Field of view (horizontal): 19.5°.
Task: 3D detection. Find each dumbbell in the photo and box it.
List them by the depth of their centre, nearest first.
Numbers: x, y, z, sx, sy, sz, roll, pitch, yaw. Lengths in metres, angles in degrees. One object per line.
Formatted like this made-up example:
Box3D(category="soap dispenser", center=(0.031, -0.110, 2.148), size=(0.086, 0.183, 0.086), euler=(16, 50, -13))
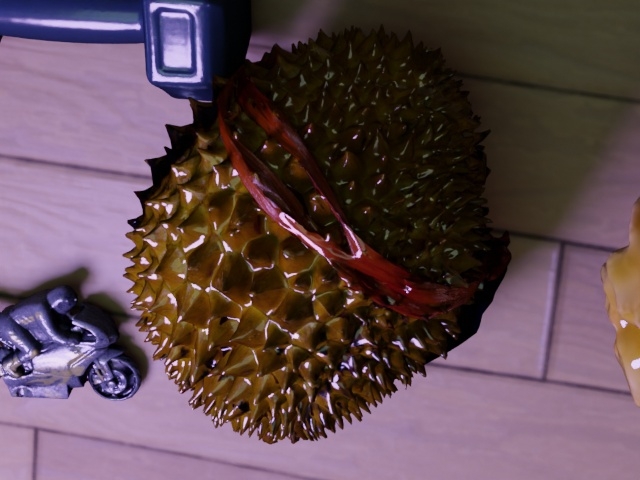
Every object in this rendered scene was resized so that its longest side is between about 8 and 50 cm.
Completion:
Box3D(category="dumbbell", center=(-0.222, -0.207, 1.678), size=(0.316, 0.156, 0.143), euler=(5, 86, 11))

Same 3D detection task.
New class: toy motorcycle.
Box3D(category="toy motorcycle", center=(-0.271, 0.098, 1.838), size=(0.193, 0.061, 0.124), euler=(6, 116, 5))

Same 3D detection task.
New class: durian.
Box3D(category="durian", center=(0.002, -0.001, 1.602), size=(0.348, 0.347, 0.384), euler=(16, 103, 8))

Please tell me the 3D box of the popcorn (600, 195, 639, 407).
Box3D(category="popcorn", center=(0.426, 0.022, 1.516), size=(0.390, 0.354, 0.344), euler=(-2, 72, -20))
